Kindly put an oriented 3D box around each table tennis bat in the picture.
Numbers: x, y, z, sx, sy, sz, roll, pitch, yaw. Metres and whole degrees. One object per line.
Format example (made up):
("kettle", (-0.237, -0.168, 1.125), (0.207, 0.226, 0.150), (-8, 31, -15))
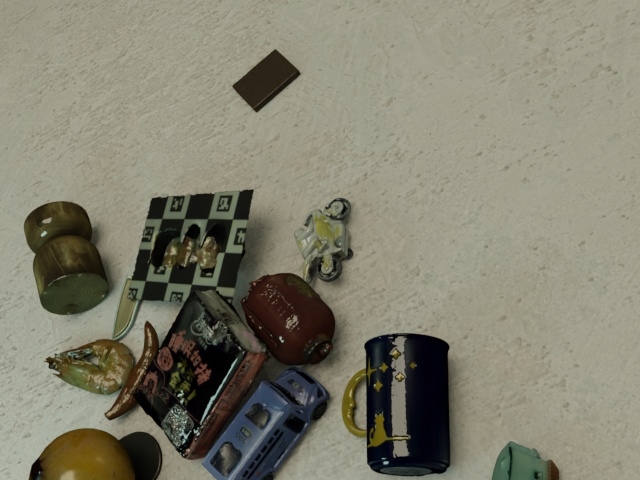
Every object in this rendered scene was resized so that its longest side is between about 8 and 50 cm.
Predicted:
("table tennis bat", (-0.491, 0.567, 1.818), (0.274, 0.021, 0.154), (-39, 55, -2))

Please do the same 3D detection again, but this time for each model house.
("model house", (0.399, 0.471, 1.431), (0.149, 0.119, 0.148), (18, 47, 6))

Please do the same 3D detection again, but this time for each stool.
("stool", (-0.691, 0.048, 2.085), (0.179, 0.179, 0.264), (-31, 56, 6))

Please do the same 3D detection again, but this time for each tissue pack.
("tissue pack", (-0.269, 0.304, 1.750), (0.245, 0.123, 0.332), (43, 110, 32))

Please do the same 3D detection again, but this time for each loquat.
("loquat", (-0.526, 0.536, 1.702), (0.235, 0.235, 0.235), (-10, 60, 19))

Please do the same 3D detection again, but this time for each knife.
("knife", (-0.491, 0.110, 2.053), (0.061, 0.027, 0.343), (8, 70, 15))

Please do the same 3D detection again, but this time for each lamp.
("lamp", (-0.072, 0.179, 1.738), (0.180, 0.180, 0.258), (-43, 53, -2))

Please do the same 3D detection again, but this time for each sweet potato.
("sweet potato", (-0.446, 0.329, 1.895), (0.078, 0.058, 0.255), (21, 79, 5))

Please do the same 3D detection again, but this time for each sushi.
("sushi", (-0.307, 0.033, 1.982), (0.373, 0.100, 0.296), (-2, 71, 35))

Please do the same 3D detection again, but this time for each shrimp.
("shrimp", (-0.596, 0.316, 1.972), (0.267, 0.061, 0.145), (2, 63, 24))

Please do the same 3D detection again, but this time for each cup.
("cup", (0.163, 0.350, 1.586), (0.178, 0.255, 0.256), (9, 65, -13))

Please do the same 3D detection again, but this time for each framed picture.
("framed picture", (-0.156, -0.460, 2.208), (0.168, 0.023, 0.128), (-41, 56, -1))

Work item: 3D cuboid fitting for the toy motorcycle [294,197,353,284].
("toy motorcycle", (0.000, 0.000, 1.866), (0.151, 0.074, 0.228), (-3, 65, 26))

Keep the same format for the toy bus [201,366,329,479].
("toy bus", (-0.117, 0.405, 1.666), (0.125, 0.133, 0.292), (33, 80, 34))
